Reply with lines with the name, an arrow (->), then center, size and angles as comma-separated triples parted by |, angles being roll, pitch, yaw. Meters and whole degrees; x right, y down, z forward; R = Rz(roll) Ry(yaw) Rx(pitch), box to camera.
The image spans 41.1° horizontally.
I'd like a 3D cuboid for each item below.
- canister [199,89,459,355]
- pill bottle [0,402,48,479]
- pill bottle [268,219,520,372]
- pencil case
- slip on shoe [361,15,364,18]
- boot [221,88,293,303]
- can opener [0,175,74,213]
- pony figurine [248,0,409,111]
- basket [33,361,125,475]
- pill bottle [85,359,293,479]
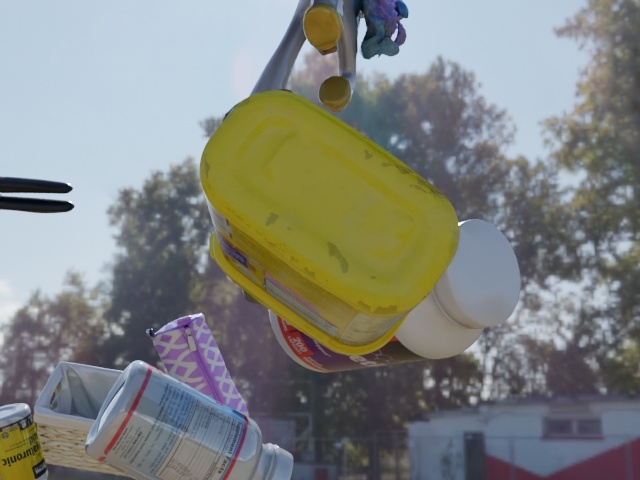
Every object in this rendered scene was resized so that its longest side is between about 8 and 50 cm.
canister -> 0.000, 0.000, 0.447 | 0.126, 0.073, 0.170 | 35, -12, 5
pill bottle -> -0.338, 0.244, 0.940 | 0.065, 0.116, 0.065 | -13, 7, 2
pill bottle -> 0.088, 0.067, 1.088 | 0.181, 0.181, 0.323 | 10, -17, -36
pencil case -> -0.164, 0.200, 1.215 | 0.086, 0.206, 0.088 | -28, 3, -35
slip on shoe -> 0.063, -0.529, 1.458 | 0.101, 0.331, 0.123 | -9, -18, -19
boot -> -0.039, -0.059, 0.902 | 0.076, 0.208, 0.189 | 4, 29, 23
can opener -> -0.408, -0.061, 1.099 | 0.186, 0.059, 0.073 | -1, 31, 9
pony figurine -> 0.001, -0.327, 0.956 | 0.303, 0.363, 0.351 | 7, -51, 13
basket -> -0.307, 0.255, 1.207 | 0.167, 0.103, 0.113 | 10, 31, -1
pill bottle -> -0.107, 0.173, 0.716 | 0.160, 0.087, 0.087 | 31, -21, -14
